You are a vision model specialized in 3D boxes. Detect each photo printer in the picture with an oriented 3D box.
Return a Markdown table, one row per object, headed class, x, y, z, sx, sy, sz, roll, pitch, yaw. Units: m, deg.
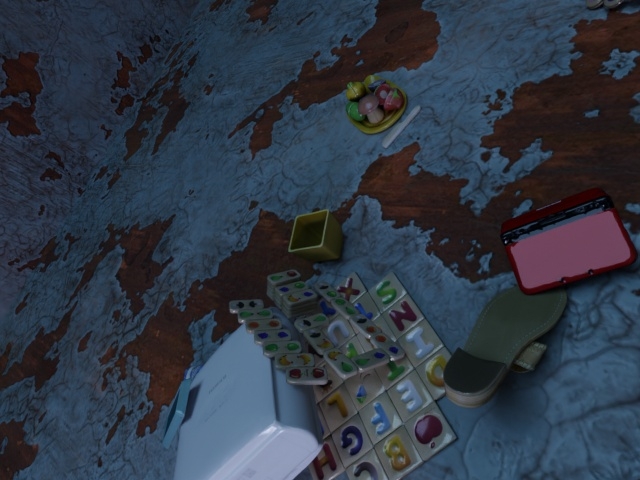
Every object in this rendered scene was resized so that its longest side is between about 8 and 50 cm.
| class | x | y | z | sx | sy | sz | roll | pitch | yaw |
| --- | --- | --- | --- | --- | --- | --- | --- | --- | --- |
| photo printer | -0.124 | 0.266 | 0.754 | 0.256 | 0.107 | 0.307 | -46 | 25 | 14 |

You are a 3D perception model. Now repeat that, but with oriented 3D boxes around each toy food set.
| class | x | y | z | sx | sy | sz | roll | pitch | yaw |
| --- | --- | --- | --- | --- | --- | --- | --- | --- | --- |
| toy food set | 0.117 | -0.309 | 1.023 | 0.128 | 0.071 | 0.218 | -44 | 43 | 8 |

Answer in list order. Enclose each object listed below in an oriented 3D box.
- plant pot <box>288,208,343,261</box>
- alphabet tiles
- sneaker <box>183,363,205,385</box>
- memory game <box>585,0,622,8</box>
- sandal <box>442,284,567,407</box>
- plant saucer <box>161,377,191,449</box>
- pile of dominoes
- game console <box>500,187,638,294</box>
| class | x | y | z | sx | sy | sz | roll | pitch | yaw |
| --- | --- | --- | --- | --- | --- | --- | --- | --- | --- |
| plant pot | 0.000 | 0.000 | 0.900 | 0.081 | 0.083 | 0.081 | -10 | 56 | 35 |
| alphabet tiles | 0.061 | 0.215 | 0.755 | 0.285 | 0.011 | 0.342 | -41 | 44 | 11 |
| sneaker | -0.241 | 0.305 | 0.920 | 0.058 | 0.052 | 0.135 | -27 | 48 | 18 |
| memory game | 0.530 | -0.486 | 0.793 | 0.186 | 0.012 | 0.186 | -39 | 41 | 44 |
| sandal | 0.239 | 0.145 | 0.600 | 0.240 | 0.079 | 0.088 | -33 | 32 | -33 |
| plant saucer | -0.259 | 0.311 | 0.827 | 0.192 | 0.018 | 0.067 | 123 | 155 | -45 |
| pile of dominoes | -0.015 | 0.126 | 0.745 | 0.251 | 0.196 | 0.040 | 37 | 130 | 48 |
| game console | 0.337 | -0.002 | 0.648 | 0.144 | 0.085 | 0.124 | -23 | 5 | 26 |
